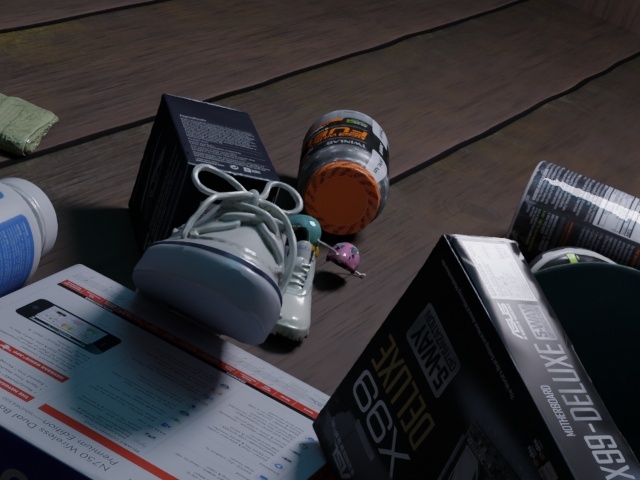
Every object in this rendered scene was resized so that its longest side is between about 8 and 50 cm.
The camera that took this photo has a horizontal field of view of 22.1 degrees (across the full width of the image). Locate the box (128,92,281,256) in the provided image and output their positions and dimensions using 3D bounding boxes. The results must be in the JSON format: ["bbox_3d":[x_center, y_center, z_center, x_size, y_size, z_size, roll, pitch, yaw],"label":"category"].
[{"bbox_3d":[-0.133,-0.051,1.812,0.108,0.153,0.207,12,24,-19],"label":"box"}]

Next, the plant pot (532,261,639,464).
[{"bbox_3d":[0.242,0.192,1.459,0.195,0.290,0.290,46,2,-40],"label":"plant pot"}]

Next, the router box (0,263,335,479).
[{"bbox_3d":[-0.165,0.159,1.395,0.335,0.082,0.301,27,24,18],"label":"router box"}]

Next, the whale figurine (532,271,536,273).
[{"bbox_3d":[0.255,0.106,1.839,0.272,0.141,0.216,6,8,42],"label":"whale figurine"}]

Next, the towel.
[{"bbox_3d":[-0.386,-0.147,1.995,0.110,0.027,0.148,18,22,0],"label":"towel"}]

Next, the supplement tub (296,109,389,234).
[{"bbox_3d":[0.030,-0.084,2.068,0.117,0.117,0.190,17,22,-5],"label":"supplement tub"}]

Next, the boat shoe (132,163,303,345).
[{"bbox_3d":[-0.081,0.005,1.520,0.136,0.156,0.367,30,-9,-4],"label":"boat shoe"}]

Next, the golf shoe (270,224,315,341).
[{"bbox_3d":[-0.036,0.042,1.767,0.069,0.086,0.176,16,24,-12],"label":"golf shoe"}]

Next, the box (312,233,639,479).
[{"bbox_3d":[0.124,0.187,1.249,0.077,0.242,0.307,4,46,-34],"label":"box"}]

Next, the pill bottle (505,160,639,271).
[{"bbox_3d":[0.377,-0.002,2.143,0.246,0.130,0.130,24,23,10],"label":"pill bottle"}]

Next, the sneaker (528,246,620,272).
[{"bbox_3d":[0.361,0.074,2.015,0.235,0.084,0.097,13,24,-16],"label":"sneaker"}]

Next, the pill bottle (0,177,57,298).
[{"bbox_3d":[-0.340,0.010,1.542,0.124,0.124,0.221,25,23,14],"label":"pill bottle"}]

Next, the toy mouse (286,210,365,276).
[{"bbox_3d":[0.000,0.000,1.888,0.161,0.031,0.143,30,-8,-17],"label":"toy mouse"}]
